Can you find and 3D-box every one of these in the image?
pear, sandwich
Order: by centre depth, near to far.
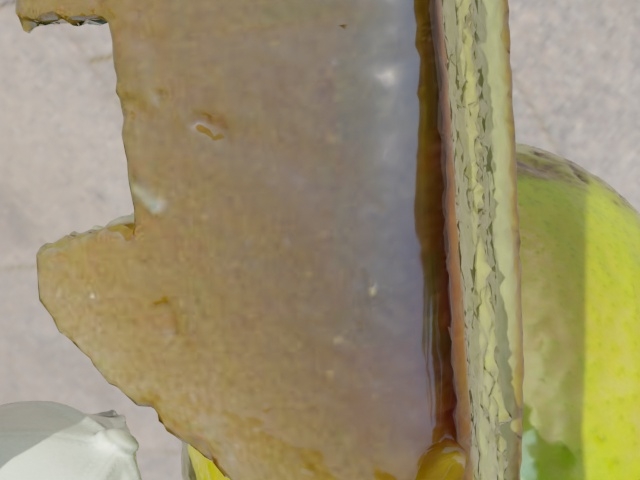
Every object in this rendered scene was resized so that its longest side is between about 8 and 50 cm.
[{"bbox_3d":[0.000,0.000,0.452,0.128,0.122,0.236,-2,93,24],"label":"sandwich"},{"bbox_3d":[0.088,0.132,1.028,0.391,0.391,0.391,29,147,21],"label":"pear"}]

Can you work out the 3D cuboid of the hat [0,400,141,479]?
[{"bbox_3d":[-0.252,0.191,0.896,0.258,0.301,0.168,-127,32,-63],"label":"hat"}]
